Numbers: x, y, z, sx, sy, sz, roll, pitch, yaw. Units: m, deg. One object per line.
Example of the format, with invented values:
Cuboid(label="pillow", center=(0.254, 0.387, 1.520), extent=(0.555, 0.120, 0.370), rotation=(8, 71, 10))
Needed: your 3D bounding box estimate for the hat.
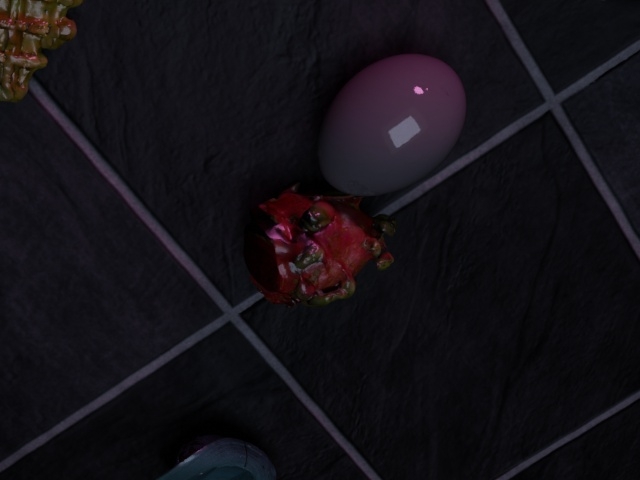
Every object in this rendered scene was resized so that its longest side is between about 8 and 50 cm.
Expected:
Cuboid(label="hat", center=(-0.149, 0.316, 1.617), extent=(0.138, 0.078, 0.191), rotation=(-32, 138, 17))

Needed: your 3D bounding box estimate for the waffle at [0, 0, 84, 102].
Cuboid(label="waffle", center=(-0.400, -0.271, 1.259), extent=(0.291, 0.051, 0.291), rotation=(-4, 118, -7))

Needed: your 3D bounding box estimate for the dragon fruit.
Cuboid(label="dragon fruit", center=(0.000, 0.000, 1.424), extent=(0.172, 0.166, 0.160), rotation=(-26, 81, -30))

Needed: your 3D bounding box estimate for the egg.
Cuboid(label="egg", center=(0.082, -0.135, 1.369), extent=(0.198, 0.146, 0.146), rotation=(-34, 119, 16))
